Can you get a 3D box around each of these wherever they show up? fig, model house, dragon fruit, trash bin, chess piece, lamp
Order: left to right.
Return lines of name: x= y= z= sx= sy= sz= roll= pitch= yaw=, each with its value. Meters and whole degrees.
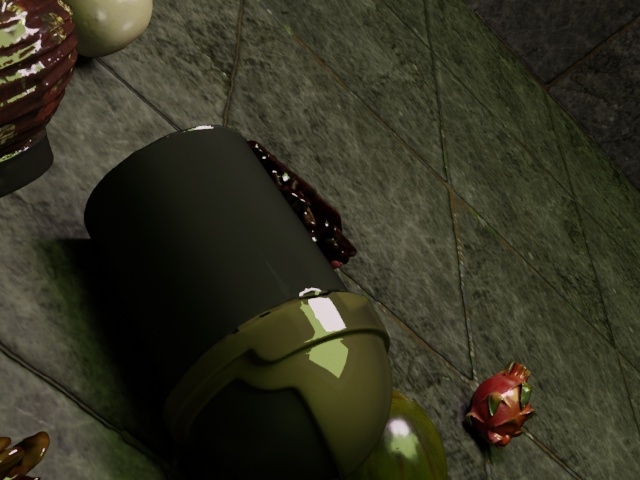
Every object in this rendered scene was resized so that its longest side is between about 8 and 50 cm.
lamp: x=-0.304 y=-0.143 z=0.946 sx=0.247 sy=0.247 sz=0.247 roll=41 pitch=27 yaw=-26
chess piece: x=-0.295 y=-0.336 z=1.322 sx=0.300 sy=0.167 sz=0.167 roll=53 pitch=24 yaw=-11
trash bin: x=-0.069 y=0.075 z=1.110 sx=0.214 sy=0.214 sz=0.334 roll=6 pitch=47 yaw=-59
model house: x=-0.028 y=0.013 z=1.340 sx=0.203 sy=0.141 sz=0.164 roll=30 pitch=12 yaw=-34
fig: x=0.064 y=0.279 z=1.230 sx=0.151 sy=0.151 sz=0.259 roll=-35 pitch=116 yaw=-66
dragon fruit: x=0.242 y=0.212 z=1.611 sx=0.081 sy=0.116 sz=0.086 roll=27 pitch=-5 yaw=6

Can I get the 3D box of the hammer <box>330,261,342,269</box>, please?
hammer: x=0.000 y=0.000 z=1.536 sx=0.083 sy=0.043 sz=0.043 roll=51 pitch=24 yaw=-10

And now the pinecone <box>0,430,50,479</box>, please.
pinecone: x=-0.212 y=0.220 z=0.623 sx=0.264 sy=0.264 sz=0.264 roll=41 pitch=27 yaw=-26
